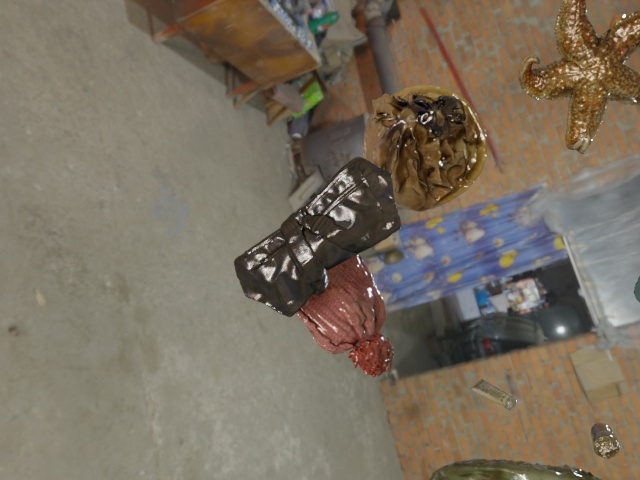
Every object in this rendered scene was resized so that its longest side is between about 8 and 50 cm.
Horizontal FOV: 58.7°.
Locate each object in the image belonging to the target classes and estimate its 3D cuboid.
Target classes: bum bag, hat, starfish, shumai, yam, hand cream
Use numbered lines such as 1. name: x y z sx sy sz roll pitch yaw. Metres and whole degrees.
1. bum bag: 0.000 0.000 0.922 0.137 0.310 0.074 50 11 2
2. hat: 0.039 0.128 1.063 0.236 0.107 0.286 -20 70 -41
3. starfish: 0.550 -0.335 1.097 0.312 0.303 0.113 42 24 -5
4. shumai: 0.398 0.633 1.176 0.324 0.397 0.323 25 55 -27
5. yam: 0.624 0.439 1.251 0.132 0.054 0.054 10 62 -68
6. hand cream: 0.512 0.455 1.682 0.143 0.061 0.039 22 -45 55

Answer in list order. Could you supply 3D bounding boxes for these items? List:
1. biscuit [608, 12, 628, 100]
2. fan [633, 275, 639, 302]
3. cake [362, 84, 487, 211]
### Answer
1. biscuit: 0.867 -0.556 1.679 0.324 0.049 0.205 15 89 -61
2. fan: 0.540 0.071 0.820 0.005 0.175 0.113 -84 -165 -52
3. cake: 0.263 -0.243 1.427 0.321 0.332 0.332 35 37 -86
